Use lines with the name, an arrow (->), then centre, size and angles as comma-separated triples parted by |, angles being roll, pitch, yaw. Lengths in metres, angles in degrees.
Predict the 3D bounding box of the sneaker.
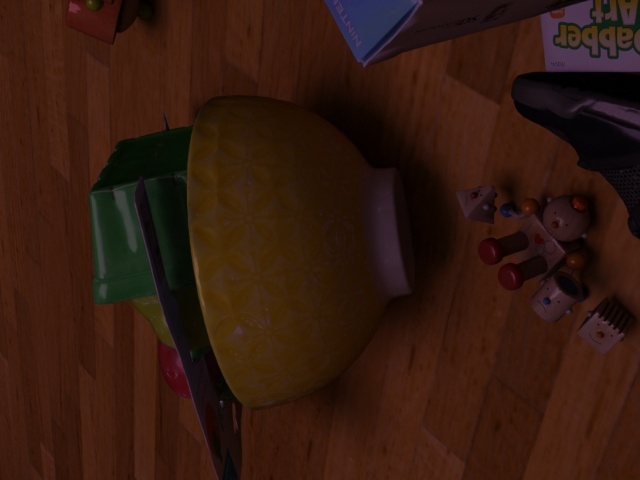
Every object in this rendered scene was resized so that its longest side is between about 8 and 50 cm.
sneaker -> 0.217, -0.040, 0.673 | 0.228, 0.087, 0.130 | 28, 123, 37

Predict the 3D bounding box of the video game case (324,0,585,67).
video game case -> 0.063, -0.245, 0.537 | 0.269, 0.244, 0.061 | 62, 146, 8

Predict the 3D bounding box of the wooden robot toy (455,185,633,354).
wooden robot toy -> 0.179, 0.002, 0.767 | 0.173, 0.076, 0.079 | 53, 132, 20

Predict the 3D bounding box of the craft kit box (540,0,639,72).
craft kit box -> 0.232, -0.224, 0.585 | 0.250, 0.061, 0.246 | 11, 119, 51

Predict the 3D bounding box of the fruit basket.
fruit basket -> -0.120, 0.060, 1.070 | 0.327, 0.165, 0.353 | -96, -14, -70

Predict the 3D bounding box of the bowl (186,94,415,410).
bowl -> 0.000, 0.000, 0.899 | 0.156, 0.289, 0.289 | -8, 105, 11

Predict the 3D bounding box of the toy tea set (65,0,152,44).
toy tea set -> -0.190, -0.326, 1.051 | 0.336, 0.124, 0.200 | 147, 135, -73
